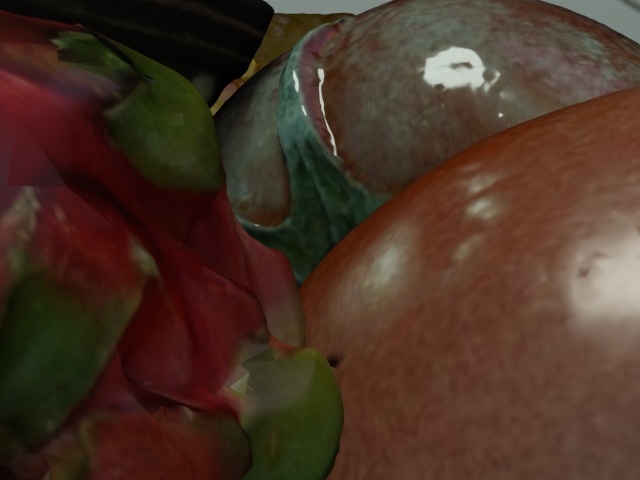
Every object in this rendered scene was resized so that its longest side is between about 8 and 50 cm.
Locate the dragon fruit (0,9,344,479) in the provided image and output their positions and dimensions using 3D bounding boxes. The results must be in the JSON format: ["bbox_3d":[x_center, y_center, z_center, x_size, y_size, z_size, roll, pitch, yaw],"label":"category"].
[{"bbox_3d":[-0.132,0.044,0.427,0.303,0.237,0.231,12,-25,42],"label":"dragon fruit"}]

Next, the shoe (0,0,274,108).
[{"bbox_3d":[-0.206,-0.057,0.713,0.384,0.237,0.171,4,23,-42],"label":"shoe"}]

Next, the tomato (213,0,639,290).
[{"bbox_3d":[0.066,0.044,0.785,0.317,0.316,0.282,35,9,32],"label":"tomato"}]

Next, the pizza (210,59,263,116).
[{"bbox_3d":[-0.069,-0.036,1.014,0.277,0.114,0.409,53,18,6],"label":"pizza"}]

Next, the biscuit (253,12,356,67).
[{"bbox_3d":[-0.031,-0.043,1.225,0.359,0.046,0.359,2,46,-2],"label":"biscuit"}]

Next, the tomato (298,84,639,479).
[{"bbox_3d":[0.131,0.124,0.506,0.341,0.341,0.273,29,18,-8],"label":"tomato"}]
